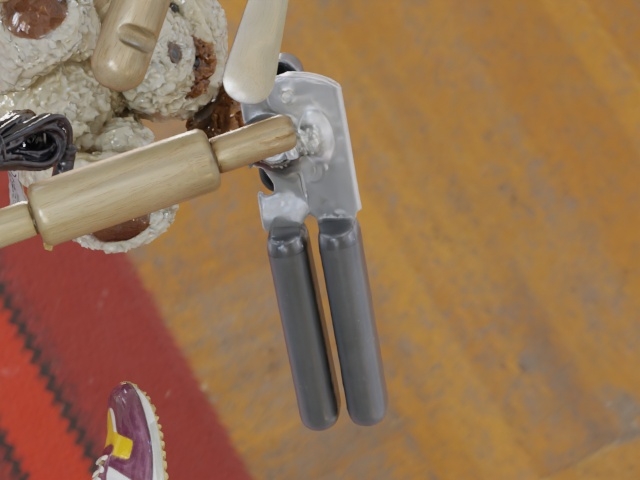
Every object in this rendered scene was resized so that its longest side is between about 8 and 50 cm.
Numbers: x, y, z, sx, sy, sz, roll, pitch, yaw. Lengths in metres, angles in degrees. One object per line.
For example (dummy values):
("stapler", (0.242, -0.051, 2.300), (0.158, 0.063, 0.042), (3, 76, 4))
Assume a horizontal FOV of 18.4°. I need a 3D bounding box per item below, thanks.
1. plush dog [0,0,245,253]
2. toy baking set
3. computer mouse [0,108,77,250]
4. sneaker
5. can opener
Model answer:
("plush dog", (-0.177, -0.144, 1.686), (0.225, 0.210, 0.262), (-29, 108, -24))
("toy baking set", (-0.095, -0.105, 0.883), (0.256, 0.030, 0.197), (-15, 90, -6))
("computer mouse", (-0.237, 0.032, 1.275), (0.060, 0.262, 0.184), (21, 26, 21))
("sneaker", (-0.155, 0.195, 1.450), (0.083, 0.069, 0.186), (-5, 70, -13))
("can opener", (0.000, 0.000, 1.476), (0.076, 0.283, 0.095), (-7, 23, 9))
